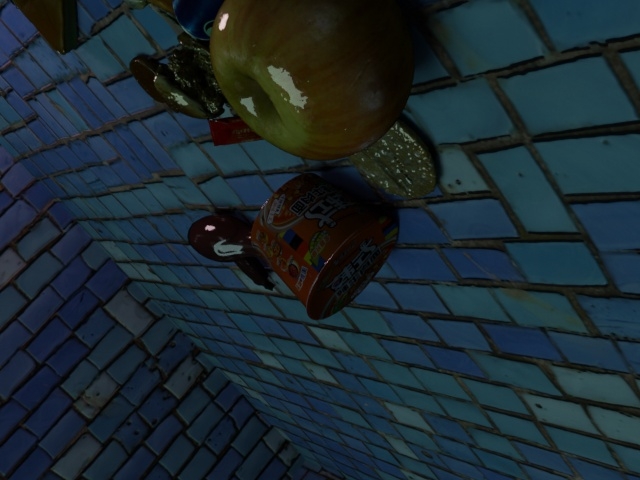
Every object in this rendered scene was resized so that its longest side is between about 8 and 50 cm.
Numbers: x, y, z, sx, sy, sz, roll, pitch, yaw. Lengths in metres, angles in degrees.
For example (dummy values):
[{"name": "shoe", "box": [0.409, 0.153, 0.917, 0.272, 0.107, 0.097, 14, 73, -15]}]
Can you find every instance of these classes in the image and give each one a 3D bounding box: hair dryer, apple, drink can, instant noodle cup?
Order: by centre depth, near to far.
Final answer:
[{"name": "apple", "box": [-0.008, -0.252, 1.102, 0.286, 0.233, 0.286, 38, 157, 19]}, {"name": "drink can", "box": [-0.155, -0.389, 1.231, 0.118, 0.118, 0.205, 46, 158, -11]}, {"name": "instant noodle cup", "box": [0.000, 0.000, 1.563, 0.192, 0.250, 0.250, 41, 159, 24]}, {"name": "hair dryer", "box": [-0.163, 0.058, 2.120, 0.312, 0.123, 0.340, 11, 155, 32]}]

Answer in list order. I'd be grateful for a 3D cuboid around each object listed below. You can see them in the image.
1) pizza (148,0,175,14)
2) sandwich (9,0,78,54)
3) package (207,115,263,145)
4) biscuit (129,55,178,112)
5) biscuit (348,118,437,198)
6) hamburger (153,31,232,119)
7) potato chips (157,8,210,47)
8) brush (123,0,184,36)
[{"name": "pizza", "box": [-0.262, -0.449, 1.352, 0.201, 0.053, 0.193, 30, 166, -12]}, {"name": "sandwich", "box": [-0.591, -0.518, 1.752, 0.212, 0.063, 0.245, 9, 143, 50]}, {"name": "package", "box": [-0.100, -0.206, 1.450, 0.200, 0.022, 0.083, -6, 153, 0]}, {"name": "biscuit", "box": [-0.343, -0.335, 1.741, 0.175, 0.026, 0.124, 36, 158, 12]}, {"name": "biscuit", "box": [0.108, -0.150, 1.362, 0.220, 0.033, 0.220, 35, 158, 17]}, {"name": "hamburger", "box": [-0.212, -0.286, 1.459, 0.185, 0.131, 0.159, 26, -170, -38]}, {"name": "potato chips", "box": [-0.181, -0.343, 1.375, 0.209, 0.026, 0.142, 28, -162, 5]}, {"name": "brush", "box": [-0.313, -0.428, 1.482, 0.313, 0.067, 0.072, 48, 156, -22]}]
